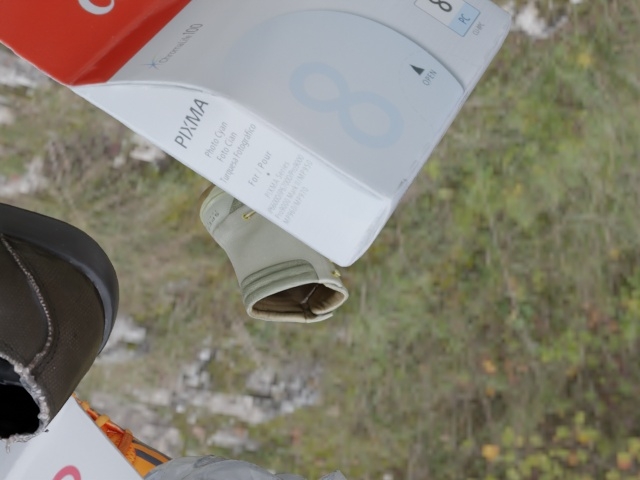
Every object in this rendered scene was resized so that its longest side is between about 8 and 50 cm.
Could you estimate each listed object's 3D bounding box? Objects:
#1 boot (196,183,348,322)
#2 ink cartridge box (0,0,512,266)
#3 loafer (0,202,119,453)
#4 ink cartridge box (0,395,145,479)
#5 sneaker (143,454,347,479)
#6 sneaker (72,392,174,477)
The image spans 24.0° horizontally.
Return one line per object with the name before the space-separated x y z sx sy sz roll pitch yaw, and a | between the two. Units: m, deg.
boot | 0.000 0.000 1.506 0.213 0.165 0.077 -10 137 -21
ink cartridge box | -0.062 -0.189 1.202 0.385 0.308 0.091 34 133 0
loafer | -0.173 0.015 0.472 0.220 0.078 0.080 9 123 -9
ink cartridge box | -0.188 0.212 0.611 0.131 0.306 0.226 20 156 26
sneaker | -0.127 0.256 0.886 0.365 0.210 0.137 -32 100 19
sneaker | -0.226 0.164 1.299 0.321 0.125 0.180 20 130 -5
